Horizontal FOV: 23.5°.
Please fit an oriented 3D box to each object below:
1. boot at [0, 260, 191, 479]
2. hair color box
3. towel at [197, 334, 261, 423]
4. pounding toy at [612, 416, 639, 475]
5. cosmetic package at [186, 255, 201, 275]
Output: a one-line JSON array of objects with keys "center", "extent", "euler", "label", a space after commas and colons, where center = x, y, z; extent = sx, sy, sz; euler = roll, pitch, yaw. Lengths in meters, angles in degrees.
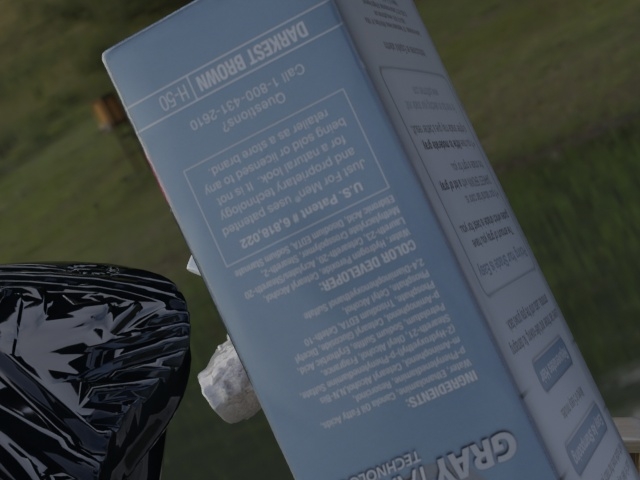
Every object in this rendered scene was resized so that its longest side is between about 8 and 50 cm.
[{"center": [-0.093, 0.139, 0.456], "extent": [0.094, 0.207, 0.246], "euler": [3, 23, -2], "label": "boot"}, {"center": [0.051, 0.058, 0.735], "extent": [0.113, 0.374, 0.185], "euler": [-26, -3, 17], "label": "hair color box"}, {"center": [0.015, 0.025, 1.024], "extent": [0.187, 0.049, 0.282], "euler": [-41, 1, 7], "label": "towel"}, {"center": [0.207, 0.201, 1.319], "extent": [0.141, 0.130, 0.100], "euler": [-1, 9, 4], "label": "pounding toy"}, {"center": [0.000, 0.000, 1.510], "extent": [0.183, 0.151, 0.151], "euler": [22, -1, 27], "label": "cosmetic package"}]
